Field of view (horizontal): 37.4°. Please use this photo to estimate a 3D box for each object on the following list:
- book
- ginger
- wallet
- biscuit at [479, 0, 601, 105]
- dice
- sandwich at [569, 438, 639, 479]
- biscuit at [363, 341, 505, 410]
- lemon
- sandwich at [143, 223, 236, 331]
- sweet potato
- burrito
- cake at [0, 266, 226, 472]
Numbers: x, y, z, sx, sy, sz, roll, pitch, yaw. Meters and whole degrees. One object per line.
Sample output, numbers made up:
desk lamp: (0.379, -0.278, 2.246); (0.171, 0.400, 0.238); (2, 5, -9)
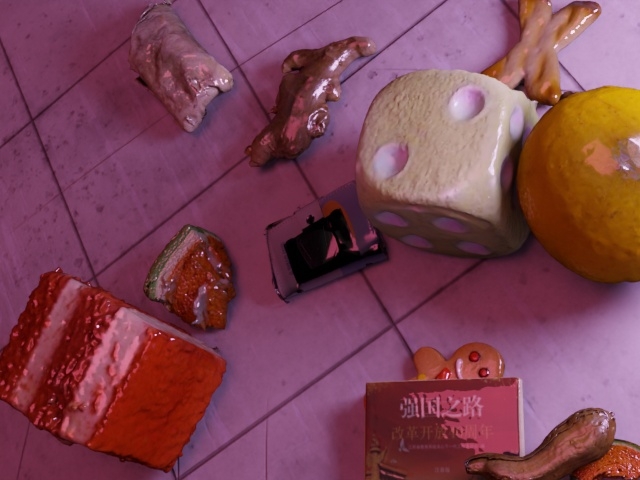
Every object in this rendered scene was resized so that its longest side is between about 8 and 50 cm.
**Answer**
book: (0.191, 0.404, 1.471); (0.262, 0.028, 0.374); (-7, 73, 26)
ginger: (-0.035, -0.281, 1.864); (0.166, 0.080, 0.333); (27, 87, 22)
wallet: (0.000, 0.000, 1.738); (0.230, 0.069, 0.170); (-25, 65, 19)
biscuit: (0.389, -0.343, 1.680); (0.164, 0.047, 0.208); (21, 81, 34)
dice: (0.216, -0.125, 1.561); (0.249, 0.252, 0.255); (5, 73, 29)
sandwich: (0.428, 0.327, 1.392); (0.135, 0.029, 0.067); (-14, 62, 25)
biscuit: (0.188, 0.251, 1.551); (0.250, 0.036, 0.165); (-34, 59, 12)
lemon: (0.438, -0.083, 1.410); (0.297, 0.297, 0.297); (-11, 65, 24)
sandwich: (-0.234, 0.068, 1.811); (0.159, 0.109, 0.185); (19, 80, 35)
sweet potato: (0.330, 0.316, 1.386); (0.233, 0.062, 0.081); (-25, 56, 10)
burrito: (-0.323, -0.385, 2.053); (0.175, 0.107, 0.348); (-35, 59, -4)
cake: (-0.383, 0.243, 1.720); (0.319, 0.269, 0.270); (20, 80, 34)
